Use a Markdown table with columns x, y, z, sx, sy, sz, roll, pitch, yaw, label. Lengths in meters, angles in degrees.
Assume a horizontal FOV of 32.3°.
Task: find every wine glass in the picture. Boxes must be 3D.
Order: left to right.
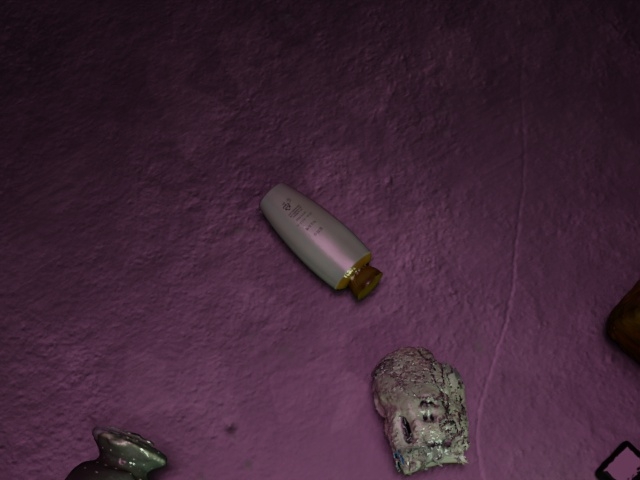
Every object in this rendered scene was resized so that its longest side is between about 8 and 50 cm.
| x | y | z | sx | sy | sz | roll | pitch | yaw | label |
| --- | --- | --- | --- | --- | --- | --- | --- | --- | --- |
| -0.259 | 0.323 | 1.281 | 0.111 | 0.111 | 0.204 | 19 | 71 | 7 | wine glass |

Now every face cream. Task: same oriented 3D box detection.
| x | y | z | sx | sy | sz | roll | pitch | yaw | label |
| --- | --- | --- | --- | --- | --- | --- | --- | --- | --- |
| 0.000 | 0.000 | 1.411 | 0.182 | 0.051 | 0.072 | 42 | 77 | 14 | face cream |

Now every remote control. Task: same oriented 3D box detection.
| x | y | z | sx | sy | sz | roll | pitch | yaw | label |
| --- | --- | --- | --- | --- | --- | --- | --- | --- | --- |
| 0.436 | 0.342 | 1.309 | 0.245 | 0.025 | 0.063 | 43 | 82 | 13 | remote control |

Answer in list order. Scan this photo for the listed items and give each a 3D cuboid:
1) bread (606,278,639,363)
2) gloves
| x | y | z | sx | sy | sz | roll | pitch | yaw | label |
| --- | --- | --- | --- | --- | --- | --- | --- | --- | --- |
| 0.447 | 0.088 | 1.329 | 0.158 | 0.143 | 0.149 | -39 | 83 | -11 | bread |
| 0.125 | 0.202 | 1.334 | 0.114 | 0.070 | 0.153 | -13 | 71 | -3 | gloves |
